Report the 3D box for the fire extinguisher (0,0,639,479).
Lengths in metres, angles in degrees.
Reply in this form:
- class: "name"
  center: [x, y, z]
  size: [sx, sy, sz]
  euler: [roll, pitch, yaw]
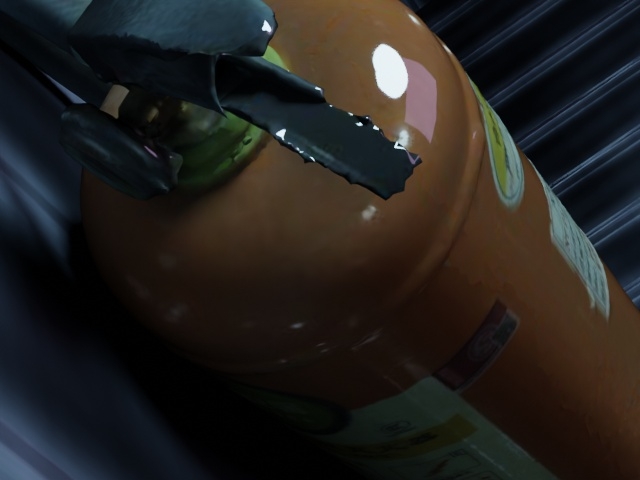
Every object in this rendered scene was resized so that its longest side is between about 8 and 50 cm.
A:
- class: "fire extinguisher"
  center: [-0.002, 0.010, 0.527]
  size: [0.200, 0.113, 0.376]
  euler: [8, -20, 31]
